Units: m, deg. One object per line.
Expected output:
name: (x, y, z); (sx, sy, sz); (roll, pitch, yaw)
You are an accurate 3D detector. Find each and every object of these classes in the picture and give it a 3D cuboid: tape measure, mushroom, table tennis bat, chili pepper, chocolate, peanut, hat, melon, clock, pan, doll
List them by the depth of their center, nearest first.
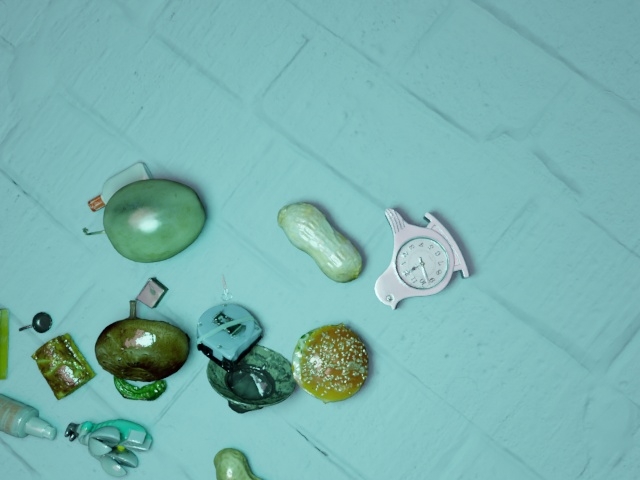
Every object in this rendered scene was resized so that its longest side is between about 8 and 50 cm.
clock: (0.253, 0.040, 1.786); (0.275, 0.080, 0.290); (-29, 81, 5)
peanut: (-0.217, 0.733, 1.789); (0.125, 0.111, 0.275); (-37, 82, 0)
hat: (-0.212, 0.433, 1.791); (0.265, 0.265, 0.128); (22, 120, 10)
tape measure: (-0.278, 0.274, 1.797); (0.180, 0.107, 0.182); (25, 45, 18)
mushroom: (-0.519, 0.327, 1.798); (0.297, 0.278, 0.163); (-33, 57, 44)
chocolate: (0.000, 0.000, 1.801); (0.309, 0.134, 0.134); (42, 93, 10)
melon: (-0.502, -0.060, 1.823); (0.307, 0.272, 0.272); (1, 86, 14)
doll: (-0.648, 0.628, 1.862); (0.258, 0.195, 0.153); (-16, 46, 32)
chili pepper: (-0.567, 0.462, 1.895); (0.182, 0.050, 0.073); (6, 94, 12)
table tennis bat: (-0.591, 0.243, 1.936); (0.107, 0.119, 0.170); (4, 113, -11)
pan: (-0.923, 0.273, 1.975); (0.115, 0.023, 0.069); (-17, 84, 4)

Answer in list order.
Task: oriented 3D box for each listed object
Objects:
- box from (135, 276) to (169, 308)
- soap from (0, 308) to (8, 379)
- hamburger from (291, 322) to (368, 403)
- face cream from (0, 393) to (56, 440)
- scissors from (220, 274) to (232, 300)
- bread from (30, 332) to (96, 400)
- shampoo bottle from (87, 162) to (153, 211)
box: (-0.526, 0.166, 1.907); (0.063, 0.060, 0.085); (34, 90, 5)
soap: (-1.092, 0.338, 1.972); (0.140, 0.073, 0.232); (-2, 86, 10)
hamburger: (0.029, 0.357, 1.759); (0.236, 0.147, 0.237); (-1, 79, 6)
face cream: (-0.948, 0.567, 1.919); (0.251, 0.101, 0.101); (18, 89, 9)
scissors: (-0.298, 0.147, 1.899); (0.036, 0.006, 0.083); (-11, 84, 6)
bread: (-0.812, 0.396, 1.910); (0.132, 0.103, 0.172); (-36, 85, 11)
shampoo bottle: (-0.644, -0.158, 1.952); (0.220, 0.051, 0.108); (-27, 85, 5)
